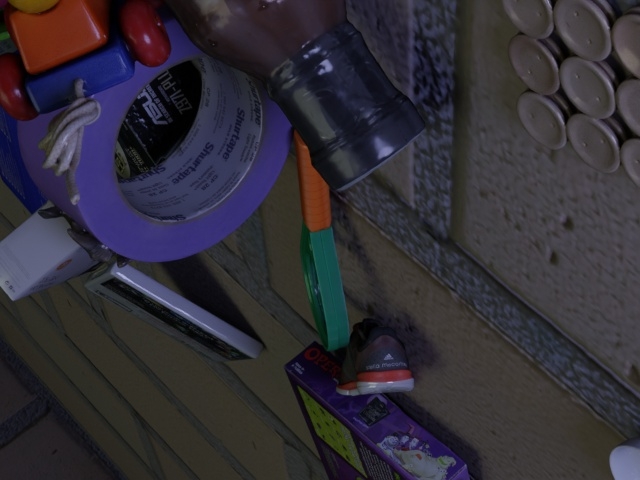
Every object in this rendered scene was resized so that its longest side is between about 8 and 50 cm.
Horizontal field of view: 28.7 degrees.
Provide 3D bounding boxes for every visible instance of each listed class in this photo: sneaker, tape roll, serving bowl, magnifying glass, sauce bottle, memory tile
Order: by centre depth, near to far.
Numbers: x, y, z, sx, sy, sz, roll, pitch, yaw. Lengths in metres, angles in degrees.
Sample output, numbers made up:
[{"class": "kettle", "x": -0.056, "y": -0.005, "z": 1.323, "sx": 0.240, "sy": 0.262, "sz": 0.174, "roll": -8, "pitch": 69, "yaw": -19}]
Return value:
[{"class": "memory tile", "x": 0.148, "y": -0.071, "z": 0.613, "sx": 0.148, "sy": 0.012, "sz": 0.113, "roll": 34, "pitch": 153, "yaw": 42}, {"class": "sauce bottle", "x": -0.062, "y": -0.187, "z": 0.733, "sx": 0.344, "sy": 0.111, "sz": 0.111, "roll": 54, "pitch": 160, "yaw": -9}, {"class": "serving bowl", "x": 0.225, "y": 0.156, "z": 0.799, "sx": 0.083, "sy": 0.027, "sz": 0.083, "roll": 43, "pitch": 158, "yaw": 22}, {"class": "tape roll", "x": -0.114, "y": -0.085, "z": 0.895, "sx": 0.080, "sy": 0.189, "sz": 0.189, "roll": 33, "pitch": 152, "yaw": 40}, {"class": "magnifying glass", "x": 0.000, "y": 0.000, "z": 0.999, "sx": 0.231, "sy": 0.026, "sz": 0.092, "roll": 82, "pitch": 171, "yaw": -47}, {"class": "sneaker", "x": 0.048, "y": 0.099, "z": 1.070, "sx": 0.158, "sy": 0.061, "sz": 0.064, "roll": 144, "pitch": 121, "yaw": -77}]

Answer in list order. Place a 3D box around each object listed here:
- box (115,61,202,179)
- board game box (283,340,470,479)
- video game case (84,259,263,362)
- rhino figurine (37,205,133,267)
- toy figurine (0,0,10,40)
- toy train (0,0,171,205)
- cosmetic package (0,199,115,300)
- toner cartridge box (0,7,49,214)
[{"class": "box", "x": -0.162, "y": -0.119, "z": 1.100, "sx": 0.180, "sy": 0.077, "sz": 0.147, "roll": 57, "pitch": 160, "yaw": -13}, {"class": "board game box", "x": 0.080, "y": 0.264, "z": 1.247, "sx": 0.208, "sy": 0.056, "sz": 0.346, "roll": 41, "pitch": 160, "yaw": 38}, {"class": "video game case", "x": -0.172, "y": 0.085, "z": 1.439, "sx": 0.190, "sy": 0.022, "sz": 0.173, "roll": 32, "pitch": 164, "yaw": -14}, {"class": "rhino figurine", "x": -0.202, "y": -0.030, "z": 1.209, "sx": 0.106, "sy": 0.073, "sz": 0.243, "roll": 55, "pitch": -165, "yaw": -4}, {"class": "toy figurine", "x": -0.332, "y": -0.276, "z": 1.185, "sx": 0.173, "sy": 0.130, "sz": 0.159, "roll": 30, "pitch": 139, "yaw": 64}, {"class": "toy train", "x": -0.160, "y": -0.142, "z": 0.707, "sx": 0.248, "sy": 0.105, "sz": 0.143, "roll": -102, "pitch": -12, "yaw": -56}, {"class": "cosmetic package", "x": -0.261, "y": -0.001, "z": 1.325, "sx": 0.060, "sy": 0.099, "sz": 0.239, "roll": 50, "pitch": -169, "yaw": 1}, {"class": "toner cartridge box", "x": -0.312, "y": -0.115, "z": 1.432, "sx": 0.165, "sy": 0.075, "sz": 0.348, "roll": 48, "pitch": 159, "yaw": 16}]
